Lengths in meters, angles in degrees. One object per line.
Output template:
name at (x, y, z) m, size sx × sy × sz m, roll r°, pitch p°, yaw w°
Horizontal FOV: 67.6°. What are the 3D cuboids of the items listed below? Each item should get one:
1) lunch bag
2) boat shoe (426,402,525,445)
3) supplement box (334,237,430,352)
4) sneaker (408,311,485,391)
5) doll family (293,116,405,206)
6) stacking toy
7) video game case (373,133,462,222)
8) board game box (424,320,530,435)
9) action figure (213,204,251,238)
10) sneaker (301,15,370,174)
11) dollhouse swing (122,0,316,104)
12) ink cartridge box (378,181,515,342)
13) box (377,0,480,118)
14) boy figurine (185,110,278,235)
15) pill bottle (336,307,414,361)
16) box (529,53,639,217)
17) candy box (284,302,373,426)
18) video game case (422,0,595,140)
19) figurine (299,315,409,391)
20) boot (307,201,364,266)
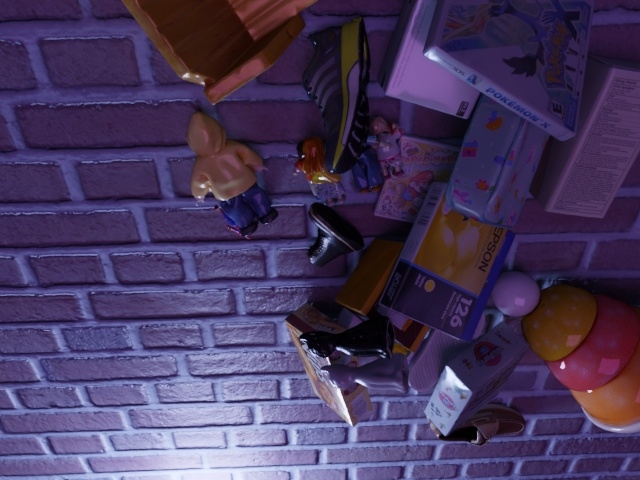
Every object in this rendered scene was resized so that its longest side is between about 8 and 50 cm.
lunch bag at (0.365, -0.161, 0.965) m, size 0.224 × 0.107 × 0.280 m, roll 4°, pitch 107°, yaw -54°
boat shoe at (0.507, 0.606, 1.545) m, size 0.323 × 0.116 × 0.123 m, roll 2°, pitch 123°, yaw -4°
supplement box at (0.181, 0.130, 1.168) m, size 0.194 × 0.129 × 0.191 m, roll 39°, pitch 78°, yaw -24°
sneaker at (0.330, 0.270, 1.322) m, size 0.102 × 0.161 × 0.282 m, roll 41°, pitch 99°, yaw 2°
doll family at (0.055, -0.171, 1.012) m, size 0.262 × 0.118 × 0.163 m, roll -16°, pitch 119°, yaw 14°
stacking toy at (0.652, 0.229, 1.236) m, size 0.479 × 0.351 × 0.351 m, roll 33°, pitch 117°, yaw -4°
video game case at (0.259, -0.129, 1.113) m, size 0.226 × 0.026 × 0.207 m, roll 11°, pitch 122°, yaw -9°
board game box at (0.422, 0.387, 1.314) m, size 0.223 × 0.097 × 0.304 m, roll -28°, pitch 145°, yaw -24°
action figure at (-0.207, -0.044, 1.151) m, size 0.038 × 0.030 × 0.115 m, roll -35°, pitch 120°, yaw 13°
sneaker at (0.026, -0.270, 0.911) m, size 0.121 × 0.300 × 0.111 m, roll 1°, pitch 168°, yaw 20°
dollhouse swing at (-0.114, -0.471, 0.736) m, size 0.304 × 0.315 × 0.347 m, roll -16°, pitch 124°, yaw 32°
ink cartridge box at (0.321, 0.067, 1.113) m, size 0.307 × 0.072 × 0.304 m, roll 25°, pitch 88°, yaw -24°
box at (0.226, -0.354, 0.910) m, size 0.181 × 0.119 × 0.181 m, roll 13°, pitch 121°, yaw -10°
boy figurine at (-0.209, -0.143, 1.041) m, size 0.177 × 0.092 × 0.285 m, roll -33°, pitch 118°, yaw -3°
pill bottle at (0.151, 0.252, 1.302) m, size 0.208 × 0.118 × 0.118 m, roll 28°, pitch 118°, yaw -20°
box at (0.578, -0.214, 1.012) m, size 0.147 × 0.121 × 0.311 m, roll 7°, pitch 122°, yaw -7°
candy box at (0.026, 0.342, 1.312) m, size 0.087 × 0.182 × 0.317 m, roll -34°, pitch 126°, yaw -25°
video game case at (0.337, -0.374, 0.814) m, size 0.299 × 0.329 × 0.036 m, roll 24°, pitch 160°, yaw -17°
figurine at (0.081, 0.273, 1.103) m, size 0.209 × 0.092 × 0.215 m, roll -9°, pitch 129°, yaw 21°
boot at (0.000, 0.000, 1.138) m, size 0.137 × 0.077 × 0.198 m, roll -30°, pitch 136°, yaw 22°
